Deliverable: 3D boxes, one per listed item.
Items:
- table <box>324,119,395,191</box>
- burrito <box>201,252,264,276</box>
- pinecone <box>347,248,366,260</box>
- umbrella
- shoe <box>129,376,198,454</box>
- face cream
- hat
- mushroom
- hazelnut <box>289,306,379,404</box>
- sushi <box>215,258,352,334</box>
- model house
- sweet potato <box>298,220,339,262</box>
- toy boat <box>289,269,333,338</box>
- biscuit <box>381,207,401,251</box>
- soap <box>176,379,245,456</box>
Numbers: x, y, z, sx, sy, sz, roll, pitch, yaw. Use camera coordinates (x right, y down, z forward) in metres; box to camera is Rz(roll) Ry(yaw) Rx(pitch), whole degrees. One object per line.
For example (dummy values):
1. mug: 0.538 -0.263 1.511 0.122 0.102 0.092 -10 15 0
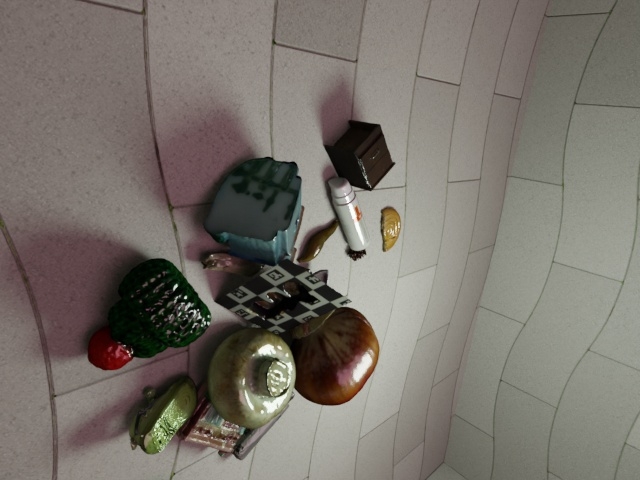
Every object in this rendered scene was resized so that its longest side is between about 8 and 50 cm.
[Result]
1. table: 0.156 -0.328 1.631 0.169 0.173 0.193 -49 136 -20
2. burrito: -0.294 0.077 1.406 0.087 0.060 0.226 -40 148 27
3. pinecone: 0.162 0.052 1.876 0.083 0.077 0.077 -39 132 -16
4. umbrella: -0.233 0.759 1.767 0.337 0.067 0.073 -42 144 -28
5. shoe: -0.500 0.542 1.351 0.262 0.128 0.139 -63 158 -52
6. face cream: 0.120 -0.109 1.743 0.102 0.102 0.345 -45 135 -24
7. hat: -0.488 0.232 1.164 0.332 0.242 0.274 -39 120 -11
8. mushroom: -0.230 0.474 1.481 0.352 0.261 0.351 23 61 -50
9. hazelnut: 0.054 0.459 1.717 0.409 0.359 0.359 -53 137 -21
10. sushi: -0.127 0.170 1.455 0.296 0.373 0.099 37 39 -31
11. model house: -0.178 -0.058 1.396 0.329 0.252 0.294 77 24 -61
12. sweet potato: 0.001 -0.002 1.698 0.249 0.060 0.069 -51 156 -24
13. toy boat: -0.045 0.255 1.614 0.111 0.293 0.276 33 105 -16
14. biscuit: 0.345 -0.058 2.051 0.145 0.033 0.224 -27 125 -36
15. soap: -0.382 0.654 1.540 0.217 0.098 0.273 -56 138 -13
